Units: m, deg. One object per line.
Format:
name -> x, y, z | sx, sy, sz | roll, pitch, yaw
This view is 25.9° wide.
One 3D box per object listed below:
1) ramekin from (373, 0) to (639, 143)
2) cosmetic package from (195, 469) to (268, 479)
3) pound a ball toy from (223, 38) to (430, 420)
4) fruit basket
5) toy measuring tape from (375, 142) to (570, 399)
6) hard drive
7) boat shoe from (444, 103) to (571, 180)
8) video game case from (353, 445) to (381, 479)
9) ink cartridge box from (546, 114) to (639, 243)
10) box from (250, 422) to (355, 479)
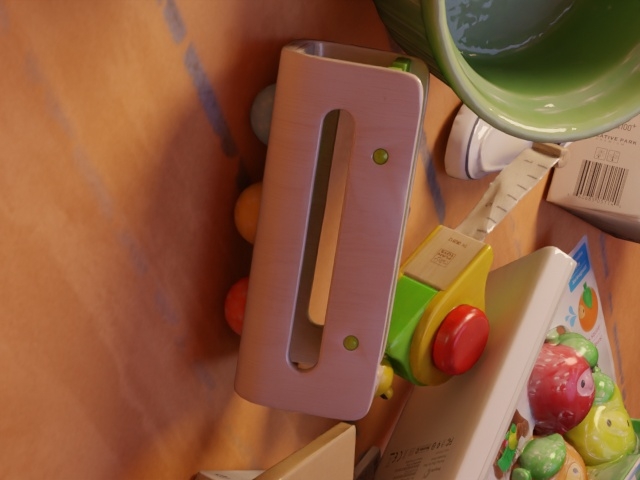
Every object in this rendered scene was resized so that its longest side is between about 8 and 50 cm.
ramekin -> 0.184, -0.246, 1.157 | 0.303, 0.148, 0.303 | -12, 118, -24
cosmetic package -> -0.035, 0.269, 1.233 | 0.231, 0.086, 0.117 | 15, 93, -60
pound a ball toy -> 0.000, 0.000, 1.133 | 0.208, 0.136, 0.319 | -63, 163, -75
fruit basket -> 0.291, 0.221, 1.643 | 0.327, 0.165, 0.353 | -40, 128, -44
toy measuring tape -> 0.141, 0.040, 1.358 | 0.330, 0.121, 0.121 | -46, 143, -25
hard drive -> 0.135, 0.162, 1.372 | 0.307, 0.040, 0.203 | -63, -167, -23
boat shoe -> 0.218, -0.122, 1.453 | 0.258, 0.084, 0.095 | -34, 134, -48
video game case -> 0.028, 0.279, 1.421 | 0.122, 0.011, 0.087 | -44, 141, -41
ink cartridge box -> 0.426, -0.138, 1.759 | 0.309, 0.130, 0.271 | 19, 87, -61
box -> -0.036, 0.253, 1.115 | 0.201, 0.021, 0.164 | -23, 124, -54
